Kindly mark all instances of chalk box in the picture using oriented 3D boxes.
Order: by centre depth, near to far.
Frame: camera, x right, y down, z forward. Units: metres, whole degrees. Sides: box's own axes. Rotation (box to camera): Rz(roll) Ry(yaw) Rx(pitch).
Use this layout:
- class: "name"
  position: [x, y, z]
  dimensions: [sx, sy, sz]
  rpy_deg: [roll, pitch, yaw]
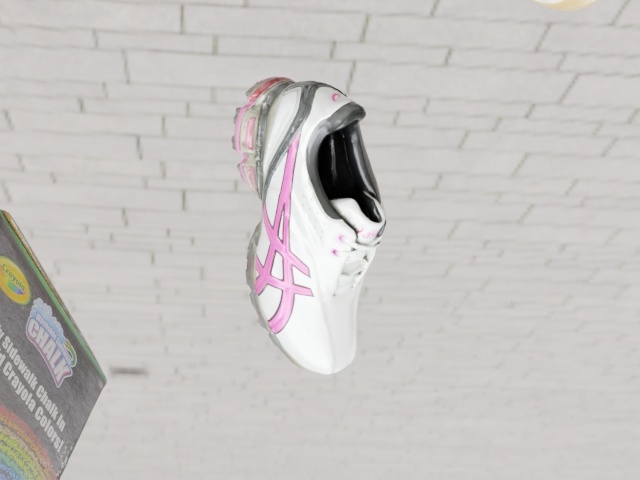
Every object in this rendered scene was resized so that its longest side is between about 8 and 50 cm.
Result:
- class: "chalk box"
  position: [-0.211, 0.075, 0.623]
  dimensions: [0.132, 0.213, 0.132]
  rpy_deg: [-11, 123, 20]

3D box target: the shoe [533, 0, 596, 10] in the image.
- class: "shoe"
  position: [0.121, -0.196, 0.741]
  dimensions: [0.058, 0.076, 0.219]
  rpy_deg: [13, -161, -22]

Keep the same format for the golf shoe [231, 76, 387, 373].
- class: "golf shoe"
  position: [0.000, 0.000, 0.690]
  dimensions: [0.067, 0.186, 0.086]
  rpy_deg: [-26, -152, -35]
